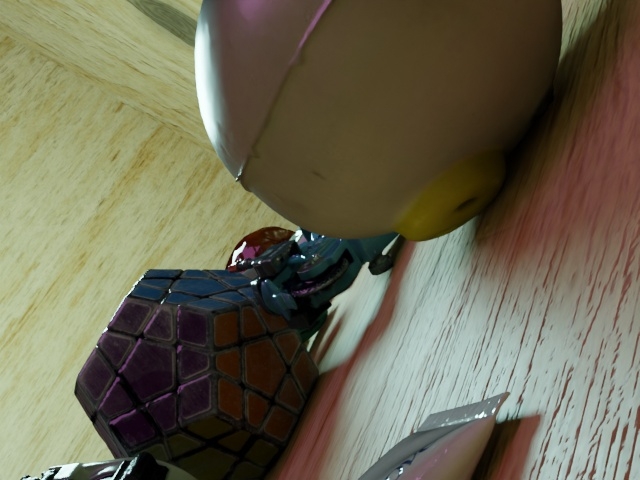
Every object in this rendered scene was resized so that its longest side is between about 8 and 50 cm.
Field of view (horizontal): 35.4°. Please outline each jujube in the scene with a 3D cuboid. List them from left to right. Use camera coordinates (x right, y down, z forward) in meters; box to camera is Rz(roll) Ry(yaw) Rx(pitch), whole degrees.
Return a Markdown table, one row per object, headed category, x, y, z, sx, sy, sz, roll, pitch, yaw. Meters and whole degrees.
| category | x | y | z | sx | sy | sz | roll | pitch | yaw |
| --- | --- | --- | --- | --- | --- | --- | --- | --- | --- |
| jujube | -0.097 | 0.103 | 1.870 | 0.190 | 0.190 | 0.255 | -73 | 0 | -75 |

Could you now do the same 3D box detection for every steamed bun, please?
| category | x | y | z | sx | sy | sz | roll | pitch | yaw |
| --- | --- | --- | --- | --- | --- | --- | --- | --- | --- |
| steamed bun | 0.047 | -0.169 | 0.880 | 0.334 | 0.334 | 0.374 | -62 | 3 | -25 |

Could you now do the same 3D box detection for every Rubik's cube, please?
| category | x | y | z | sx | sy | sz | roll | pitch | yaw |
| --- | --- | --- | --- | --- | --- | --- | --- | --- | --- |
| Rubik's cube | -0.162 | 0.184 | 1.298 | 0.319 | 0.319 | 0.264 | -74 | -12 | -76 |

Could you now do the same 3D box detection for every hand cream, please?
| category | x | y | z | sx | sy | sz | roll | pitch | yaw |
| --- | --- | --- | --- | --- | --- | --- | --- | --- | --- |
| hand cream | 0.010 | 0.180 | 0.525 | 0.248 | 0.083 | 0.133 | -51 | 2 | -21 |

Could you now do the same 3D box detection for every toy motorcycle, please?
| category | x | y | z | sx | sy | sz | roll | pitch | yaw |
| --- | --- | --- | --- | --- | --- | --- | --- | --- | --- |
| toy motorcycle | 0.011 | 0.006 | 1.256 | 0.182 | 0.123 | 0.272 | -13 | 22 | 47 |

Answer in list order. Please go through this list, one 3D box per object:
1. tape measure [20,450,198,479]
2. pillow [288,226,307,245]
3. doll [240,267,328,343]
| category | x | y | z | sx | sy | sz | roll | pitch | yaw |
| --- | --- | --- | --- | --- | --- | --- | --- | --- | --- |
| tape measure | -0.200 | 0.411 | 1.142 | 0.098 | 0.215 | 0.351 | -67 | -36 | -67 |
| pillow | -0.001 | 0.000 | 1.721 | 0.144 | 0.078 | 0.254 | 28 | 82 | 43 |
| doll | -0.114 | 0.120 | 1.515 | 0.195 | 0.153 | 0.258 | -12 | 11 | 43 |
